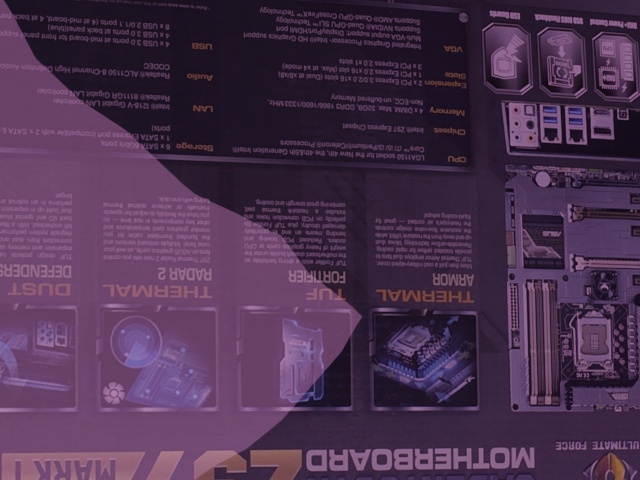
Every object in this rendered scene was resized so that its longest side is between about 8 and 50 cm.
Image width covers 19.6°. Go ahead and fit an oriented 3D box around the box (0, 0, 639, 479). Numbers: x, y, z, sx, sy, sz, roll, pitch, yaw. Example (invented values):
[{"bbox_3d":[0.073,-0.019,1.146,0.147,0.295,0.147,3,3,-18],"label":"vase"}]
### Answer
[{"bbox_3d":[0.000,0.000,0.507,0.233,0.059,0.183,1,82,-20],"label":"box"}]
